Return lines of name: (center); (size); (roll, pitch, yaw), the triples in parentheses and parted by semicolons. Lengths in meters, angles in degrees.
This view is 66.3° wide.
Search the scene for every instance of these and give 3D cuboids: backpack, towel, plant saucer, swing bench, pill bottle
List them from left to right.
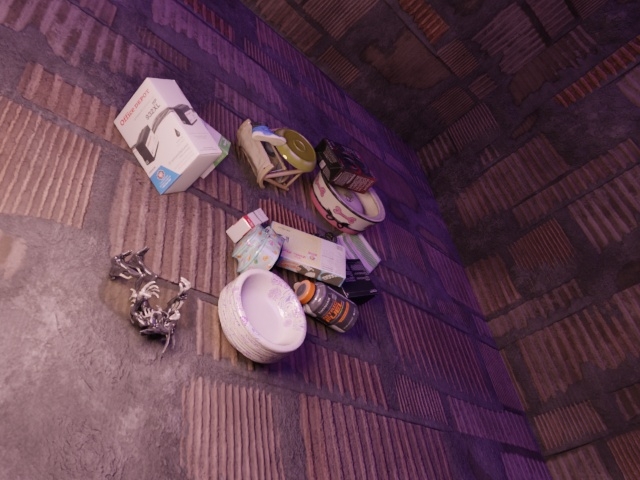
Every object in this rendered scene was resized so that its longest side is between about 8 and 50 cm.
backpack: (-0.214, 0.046, 1.667); (0.144, 0.166, 0.188); (39, 23, -23)
swing bench: (-0.227, -0.366, 2.139); (0.254, 0.165, 0.253); (-4, 61, -51)
plant saucer: (-0.101, -0.405, 2.145); (0.241, 0.037, 0.241); (32, 37, -27)
pill bottle: (0.017, 0.241, 1.842); (0.245, 0.130, 0.130); (34, 33, -30)
towel: (0.174, 0.057, 2.385); (0.248, 0.038, 0.325); (55, 28, 2)

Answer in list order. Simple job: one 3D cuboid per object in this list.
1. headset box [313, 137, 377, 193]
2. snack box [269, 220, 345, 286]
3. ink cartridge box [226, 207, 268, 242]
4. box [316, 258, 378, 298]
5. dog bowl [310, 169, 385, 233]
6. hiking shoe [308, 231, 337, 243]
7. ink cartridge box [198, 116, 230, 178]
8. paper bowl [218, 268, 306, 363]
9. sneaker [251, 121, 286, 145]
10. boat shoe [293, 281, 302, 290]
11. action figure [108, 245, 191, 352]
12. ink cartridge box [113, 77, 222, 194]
headset box: (0.125, -0.354, 2.371); (0.293, 0.110, 0.218); (11, 42, -45)
snack box: (-0.057, 0.051, 1.904); (0.322, 0.060, 0.187); (20, 37, -12)
ink cartridge box: (-0.265, -0.056, 1.787); (0.056, 0.099, 0.135); (52, 29, -1)
box: (0.110, 0.179, 2.079); (0.261, 0.103, 0.184); (4, 51, -54)
dog bowl: (0.124, -0.202, 2.441); (0.408, 0.150, 0.408); (32, 31, -22)
hiking shoe: (0.000, 0.000, 2.135); (0.114, 0.086, 0.227); (51, 29, -10)
ink cartridge box: (-0.458, -0.354, 1.778); (0.212, 0.154, 0.093); (36, 32, -28)
paper bowl: (-0.191, 0.241, 1.510); (0.284, 0.148, 0.284); (37, 32, -28)
sneaker: (-0.212, -0.446, 2.021); (0.152, 0.058, 0.084); (6, 64, -27)
boat shoe: (-0.053, 0.190, 1.891); (0.133, 0.049, 0.042); (24, 11, -31)
action figure: (-0.431, 0.145, 1.273); (0.276, 0.141, 0.164); (56, 17, 9)
ink cartridge box: (-0.507, -0.342, 1.619); (0.307, 0.223, 0.129); (56, 29, 6)
